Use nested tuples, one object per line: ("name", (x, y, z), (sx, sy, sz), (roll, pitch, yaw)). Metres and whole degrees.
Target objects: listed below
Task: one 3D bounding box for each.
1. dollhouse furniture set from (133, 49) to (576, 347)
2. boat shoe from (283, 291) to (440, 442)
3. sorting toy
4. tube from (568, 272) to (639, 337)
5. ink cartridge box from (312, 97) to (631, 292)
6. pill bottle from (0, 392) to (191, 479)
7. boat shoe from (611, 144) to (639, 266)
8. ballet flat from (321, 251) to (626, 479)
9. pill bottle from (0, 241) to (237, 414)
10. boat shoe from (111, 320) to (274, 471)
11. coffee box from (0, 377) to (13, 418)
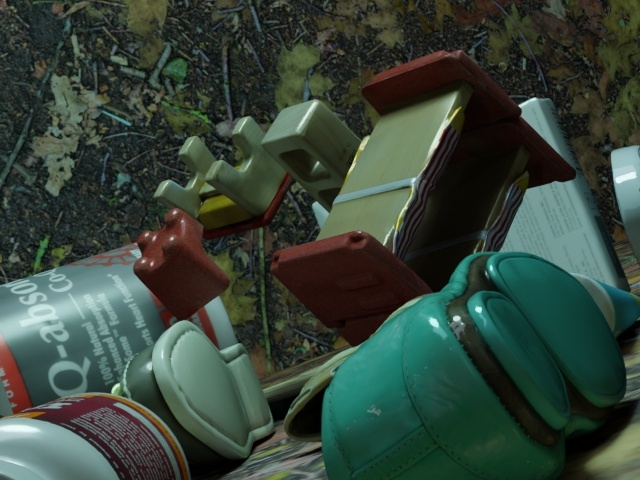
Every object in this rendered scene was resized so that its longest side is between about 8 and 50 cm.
("dollhouse furniture set", (0.000, 0.000, 1.123), (0.374, 0.152, 0.201), (-13, 41, 49))
("boat shoe", (0.037, 0.090, 0.822), (0.072, 0.068, 0.190), (-33, -5, -34))
("sorting toy", (0.046, 0.132, 1.431), (0.229, 0.041, 0.307), (-28, -8, 39))
("tube", (0.171, 0.050, 0.879), (0.080, 0.052, 0.207), (-10, -6, 15))
("ink cartridge box", (0.131, 0.004, 1.211), (0.232, 0.189, 0.066), (-26, -11, 25))
("pill bottle", (-0.104, 0.106, 0.516), (0.086, 0.086, 0.152), (-20, -3, 5))
("boat shoe", (0.338, -0.028, 1.209), (0.105, 0.113, 0.306), (-16, -16, 24))
("ballet flat", (0.054, 0.053, 0.499), (0.087, 0.083, 0.247), (-36, -9, 15))
("pill bottle", (-0.271, 0.144, 1.243), (0.363, 0.210, 0.210), (-19, -3, -27))
("boat shoe", (-0.107, 0.130, 1.060), (0.091, 0.109, 0.305), (-21, -9, 4))
("coffee box", (-0.229, 0.071, 0.606), (0.098, 0.246, 0.141), (-23, -4, 41))
